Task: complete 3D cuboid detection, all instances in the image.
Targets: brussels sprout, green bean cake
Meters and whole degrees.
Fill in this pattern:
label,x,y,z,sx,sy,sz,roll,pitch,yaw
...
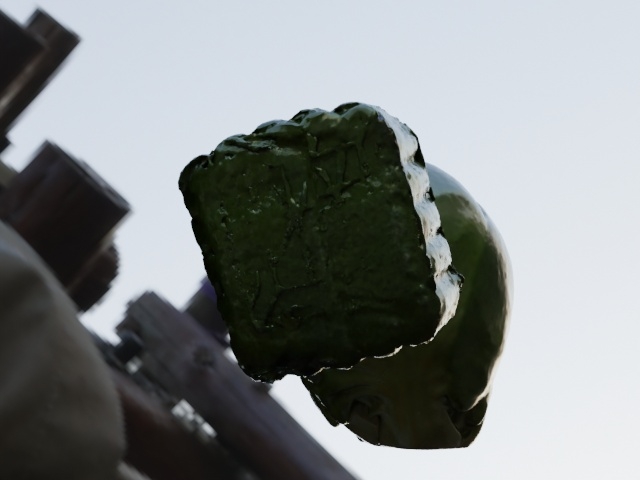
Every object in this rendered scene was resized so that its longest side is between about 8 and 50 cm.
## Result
label,x,y,z,sx,sy,sz,roll,pitch,yaw
brussels sprout,0.084,0.076,1.698,0.281,0.289,0.354,-13,-83,-16
green bean cake,0.000,0.000,1.249,0.200,0.214,0.113,-15,1,18
